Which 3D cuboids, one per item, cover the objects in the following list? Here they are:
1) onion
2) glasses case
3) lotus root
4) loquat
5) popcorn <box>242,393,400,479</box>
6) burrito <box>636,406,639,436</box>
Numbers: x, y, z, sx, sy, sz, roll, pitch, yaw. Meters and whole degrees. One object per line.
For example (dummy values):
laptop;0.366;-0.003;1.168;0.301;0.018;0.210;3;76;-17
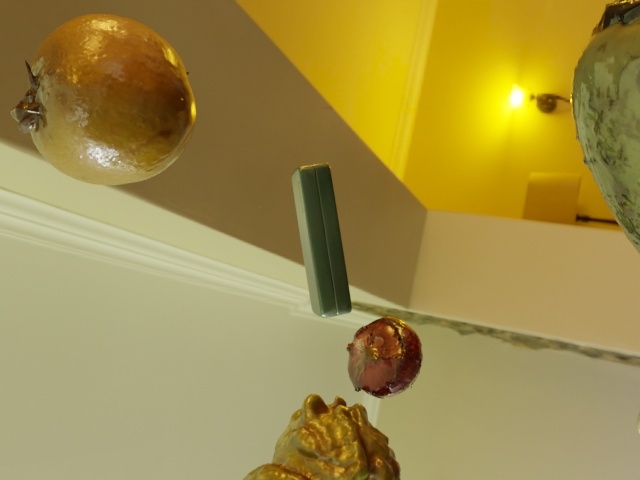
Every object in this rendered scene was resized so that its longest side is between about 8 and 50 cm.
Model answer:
onion;0.148;0.258;1.261;0.147;0.184;0.183;37;-120;-28
glasses case;0.000;0.000;0.732;0.078;0.040;0.184;172;89;-80
lotus root;0.307;-0.055;0.461;0.309;0.173;0.173;58;-141;-13
loquat;-0.342;-0.213;0.946;0.275;0.275;0.274;-31;-55;-58
popcorn;-0.002;0.474;1.193;0.321;0.326;0.289;-122;43;-71
burrito;0.492;0.131;0.637;0.332;0.190;0.135;-31;-7;-19
